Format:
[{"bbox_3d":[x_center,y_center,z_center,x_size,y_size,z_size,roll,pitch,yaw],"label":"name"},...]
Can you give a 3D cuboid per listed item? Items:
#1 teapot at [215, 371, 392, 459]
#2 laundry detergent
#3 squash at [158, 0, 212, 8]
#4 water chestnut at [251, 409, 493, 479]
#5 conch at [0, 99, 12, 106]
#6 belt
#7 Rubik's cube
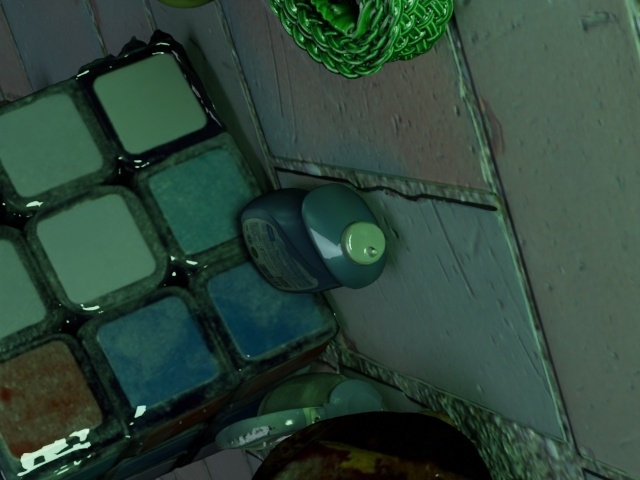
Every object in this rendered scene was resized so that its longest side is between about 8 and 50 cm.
[{"bbox_3d":[-0.004,0.160,1.359,0.149,0.111,0.108,29,146,-22],"label":"teapot"},{"bbox_3d":[-0.001,0.000,1.267,0.206,0.061,0.096,0,110,67],"label":"laundry detergent"},{"bbox_3d":[-0.078,-0.229,1.195,0.250,0.083,0.083,12,123,61],"label":"squash"},{"bbox_3d":[0.038,0.249,1.210,0.224,0.224,0.238,147,131,-69],"label":"water chestnut"},{"bbox_3d":[-0.397,-0.109,2.006,0.207,0.130,0.155,65,177,-38],"label":"conch"},{"bbox_3d":[0.025,-0.182,1.004,0.151,0.079,0.121,39,137,30],"label":"belt"},{"bbox_3d":[-0.233,0.065,1.492,0.363,0.362,0.359,61,156,10],"label":"Rubik's cube"}]
